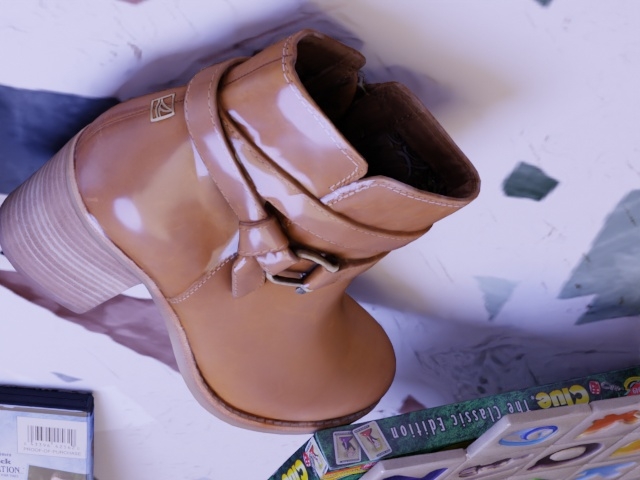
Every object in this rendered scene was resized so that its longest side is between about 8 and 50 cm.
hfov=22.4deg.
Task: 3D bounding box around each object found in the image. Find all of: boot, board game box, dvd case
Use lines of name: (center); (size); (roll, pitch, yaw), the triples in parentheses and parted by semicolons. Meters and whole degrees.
boot: (0.000, 0.000, 0.853); (0.220, 0.109, 0.283); (-26, 132, 36)
board game box: (0.094, 0.132, 1.037); (0.259, 0.030, 0.136); (-9, 155, -25)
dvd case: (-0.259, 0.211, 1.201); (0.180, 0.022, 0.253); (5, 122, -1)

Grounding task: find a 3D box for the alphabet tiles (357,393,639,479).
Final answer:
alphabet tiles: (0.161, 0.153, 1.068); (0.342, 0.011, 0.285); (-5, 155, -24)
